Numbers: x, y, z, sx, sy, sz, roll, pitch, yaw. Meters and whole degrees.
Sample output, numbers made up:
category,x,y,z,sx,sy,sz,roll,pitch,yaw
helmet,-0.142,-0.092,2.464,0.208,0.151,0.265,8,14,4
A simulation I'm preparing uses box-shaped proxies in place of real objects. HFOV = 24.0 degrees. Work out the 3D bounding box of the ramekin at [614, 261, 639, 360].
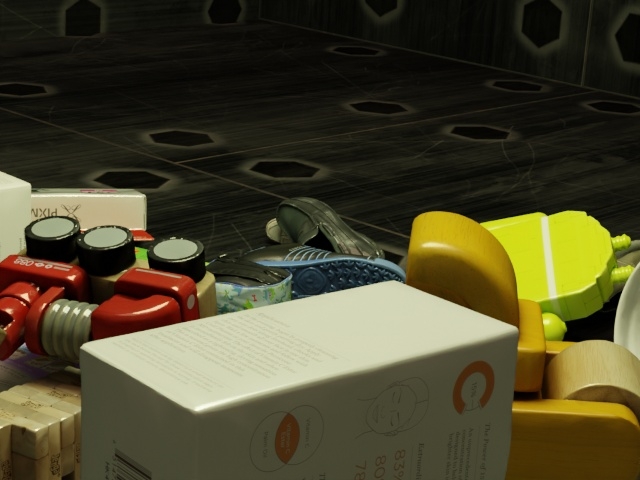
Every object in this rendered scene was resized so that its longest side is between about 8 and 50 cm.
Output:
category,x,y,z,sx,sy,sz,roll,pitch,yaw
ramekin,0.428,0.107,1.653,0.109,0.207,0.207,6,14,-26

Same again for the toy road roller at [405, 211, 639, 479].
category,x,y,z,sx,sy,sz,roll,pitch,yaw
toy road roller,0.180,0.106,1.519,0.330,0.240,0.202,5,17,5

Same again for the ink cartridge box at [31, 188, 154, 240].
category,x,y,z,sx,sy,sz,roll,pitch,yaw
ink cartridge box,-0.382,-0.038,2.123,0.275,0.060,0.239,0,5,-14

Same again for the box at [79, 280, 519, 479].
category,x,y,z,sx,sy,sz,roll,pitch,yaw
box,-0.016,0.179,1.276,0.345,0.215,0.168,-9,21,-39

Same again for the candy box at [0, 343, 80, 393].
category,x,y,z,sx,sy,sz,roll,pitch,yaw
candy box,-0.343,0.160,1.521,0.165,0.070,0.196,14,19,30

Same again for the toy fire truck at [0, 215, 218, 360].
category,x,y,z,sx,sy,sz,roll,pitch,yaw
toy fire truck,-0.241,0.071,1.424,0.217,0.158,0.246,10,30,21

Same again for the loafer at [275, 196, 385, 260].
category,x,y,z,sx,sy,sz,roll,pitch,yaw
loafer,0.000,0.000,2.102,0.078,0.076,0.223,-15,33,-33

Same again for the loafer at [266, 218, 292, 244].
category,x,y,z,sx,sy,sz,roll,pitch,yaw
loafer,-0.018,-0.009,2.207,0.125,0.045,0.039,6,23,-3

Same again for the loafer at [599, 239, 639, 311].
category,x,y,z,sx,sy,sz,roll,pitch,yaw
loafer,0.391,0.058,2.031,0.094,0.087,0.251,-32,-16,34

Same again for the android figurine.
category,x,y,z,sx,sy,sz,roll,pitch,yaw
android figurine,0.255,0.046,1.883,0.273,0.056,0.248,-13,35,11

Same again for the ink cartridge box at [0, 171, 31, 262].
category,x,y,z,sx,sy,sz,roll,pitch,yaw
ink cartridge box,-0.493,0.007,1.826,0.233,0.168,0.171,-10,21,-39

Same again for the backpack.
category,x,y,z,sx,sy,sz,roll,pitch,yaw
backpack,-0.093,0.070,1.850,0.114,0.084,0.105,5,17,23

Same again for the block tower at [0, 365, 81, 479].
category,x,y,z,sx,sy,sz,roll,pitch,yaw
block tower,-0.205,0.170,1.485,0.091,0.097,0.335,14,21,32

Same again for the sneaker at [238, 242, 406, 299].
category,x,y,z,sx,sy,sz,roll,pitch,yaw
sneaker,0.001,0.041,1.974,0.232,0.081,0.090,4,24,4

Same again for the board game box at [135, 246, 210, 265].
category,x,y,z,sx,sy,sz,roll,pitch,yaw
board game box,-0.218,0.049,1.965,0.181,0.043,0.092,12,18,24
